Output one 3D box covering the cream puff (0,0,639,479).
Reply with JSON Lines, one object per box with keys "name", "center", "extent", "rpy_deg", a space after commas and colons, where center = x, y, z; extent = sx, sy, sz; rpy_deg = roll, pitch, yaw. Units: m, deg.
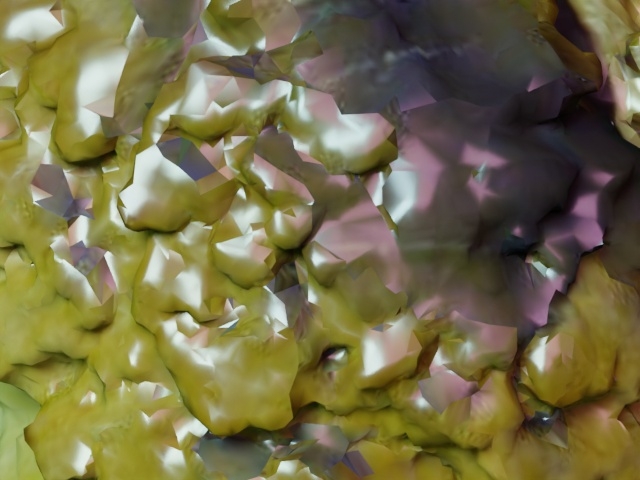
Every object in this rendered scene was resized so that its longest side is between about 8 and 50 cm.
{"name": "cream puff", "center": [0.000, 0.000, 0.598], "extent": [0.327, 0.231, 0.343], "rpy_deg": [30, 58, -6]}
